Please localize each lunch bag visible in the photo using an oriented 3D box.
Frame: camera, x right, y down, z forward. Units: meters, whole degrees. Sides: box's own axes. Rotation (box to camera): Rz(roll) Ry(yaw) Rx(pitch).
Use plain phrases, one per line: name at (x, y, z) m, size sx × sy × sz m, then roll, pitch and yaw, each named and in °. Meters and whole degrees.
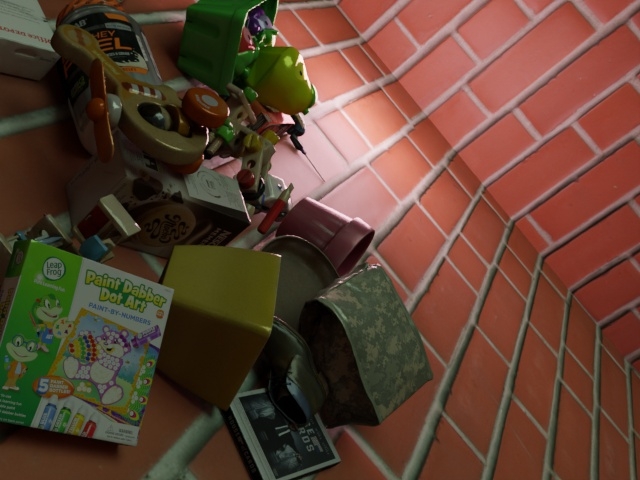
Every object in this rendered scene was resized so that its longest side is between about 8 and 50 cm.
lunch bag at (0.078, 0.207, 1.634) m, size 0.235 × 0.169 × 0.287 m, roll -26°, pitch 100°, yaw -51°

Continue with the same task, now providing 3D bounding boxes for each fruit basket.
fruit basket at (-0.162, -0.507, 2.149) m, size 0.392 × 0.282 × 0.392 m, roll 13°, pitch 29°, yaw -7°

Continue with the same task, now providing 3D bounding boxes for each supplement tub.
supplement tub at (-0.428, -0.334, 1.615) m, size 0.194 × 0.193 × 0.316 m, roll 14°, pitch 44°, yaw -51°

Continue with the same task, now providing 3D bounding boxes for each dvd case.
dvd case at (-0.072, 0.358, 1.481) m, size 0.239 × 0.030 × 0.179 m, roll 3°, pitch 53°, yaw -56°

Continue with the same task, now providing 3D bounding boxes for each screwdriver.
screwdriver at (-0.034, -0.241, 2.314) m, size 0.170 × 0.025 × 0.024 m, roll 50°, pitch 26°, yaw 0°

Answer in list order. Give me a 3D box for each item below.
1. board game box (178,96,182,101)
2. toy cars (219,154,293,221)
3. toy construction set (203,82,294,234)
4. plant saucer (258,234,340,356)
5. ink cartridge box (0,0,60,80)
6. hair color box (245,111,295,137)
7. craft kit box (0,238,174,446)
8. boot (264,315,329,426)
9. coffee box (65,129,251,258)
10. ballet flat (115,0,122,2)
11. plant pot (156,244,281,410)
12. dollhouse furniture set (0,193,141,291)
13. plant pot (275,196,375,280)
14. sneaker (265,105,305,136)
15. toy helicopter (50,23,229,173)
board game box at (-0.327, -0.289, 1.906) m, size 0.186 × 0.026 × 0.126 m, roll 29°, pitch 34°, yaw -38°
toy cars at (-0.182, -0.191, 1.901) m, size 0.393 × 0.087 × 0.176 m, roll 50°, pitch 32°, yaw -18°
toy construction set at (-0.158, -0.198, 1.753) m, size 0.237 × 0.257 × 0.309 m, roll -56°, pitch 131°, yaw -19°
plant saucer at (-0.053, 0.143, 1.677) m, size 0.311 × 0.050 × 0.310 m, roll 23°, pitch 58°, yaw -44°
ink cartridge box at (-0.622, -0.429, 1.540) m, size 0.160 × 0.093 × 0.219 m, roll 2°, pitch 55°, yaw -57°
hair color box at (-0.138, -0.317, 2.192) m, size 0.043 × 0.072 × 0.141 m, roll 57°, pitch 28°, yaw 10°
craft kit box at (-0.348, 0.153, 1.141) m, size 0.250 × 0.061 × 0.246 m, roll 25°, pitch 66°, yaw -42°
boot at (-0.063, 0.246, 1.500) m, size 0.219 × 0.082 × 0.106 m, roll 55°, pitch 28°, yaw -12°
coffee box at (-0.301, -0.069, 1.505) m, size 0.297 × 0.168 × 0.118 m, roll 20°, pitch 39°, yaw -46°
ballet flat at (-0.514, -0.641, 2.005) m, size 0.241 × 0.091 × 0.077 m, roll -71°, pitch 141°, yaw -56°
plant pot at (-0.201, 0.129, 1.380) m, size 0.187 × 0.212 × 0.212 m, roll 21°, pitch 34°, yaw -12°
dollhouse furniture set at (-0.406, 0.003, 1.227) m, size 0.129 × 0.184 × 0.129 m, roll 51°, pitch 26°, yaw 0°
plant pot at (0.000, 0.000, 1.890) m, size 0.180 × 0.201 × 0.201 m, roll 39°, pitch 24°, yaw 11°
sneaker at (-0.106, -0.388, 2.341) m, size 0.190 × 0.071 × 0.083 m, roll 50°, pitch 20°, yaw -2°
toy helicopter at (-0.350, -0.253, 1.380) m, size 0.355 × 0.140 × 0.235 m, roll 43°, pitch 32°, yaw 12°
